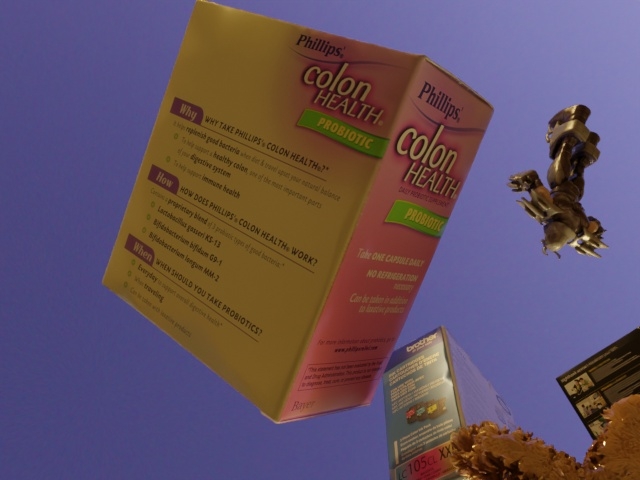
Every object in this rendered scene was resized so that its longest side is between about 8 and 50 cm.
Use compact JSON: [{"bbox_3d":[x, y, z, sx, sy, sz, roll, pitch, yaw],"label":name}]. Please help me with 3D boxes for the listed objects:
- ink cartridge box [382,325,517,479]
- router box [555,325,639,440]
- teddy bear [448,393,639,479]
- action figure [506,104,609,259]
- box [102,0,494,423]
[{"bbox_3d":[0.240,0.343,1.107,0.270,0.151,0.396,50,-157,-23],"label":"ink cartridge box"},{"bbox_3d":[0.507,0.243,1.053,0.046,0.179,0.133,31,-152,-44],"label":"router box"},{"bbox_3d":[0.167,0.249,0.467,0.338,0.245,0.113,-32,-54,-32],"label":"teddy bear"},{"bbox_3d":[0.397,-0.082,1.029,0.185,0.099,0.285,40,-126,-21],"label":"action figure"},{"bbox_3d":[-0.027,-0.029,0.481,0.117,0.213,0.243,9,-75,-53],"label":"box"}]
